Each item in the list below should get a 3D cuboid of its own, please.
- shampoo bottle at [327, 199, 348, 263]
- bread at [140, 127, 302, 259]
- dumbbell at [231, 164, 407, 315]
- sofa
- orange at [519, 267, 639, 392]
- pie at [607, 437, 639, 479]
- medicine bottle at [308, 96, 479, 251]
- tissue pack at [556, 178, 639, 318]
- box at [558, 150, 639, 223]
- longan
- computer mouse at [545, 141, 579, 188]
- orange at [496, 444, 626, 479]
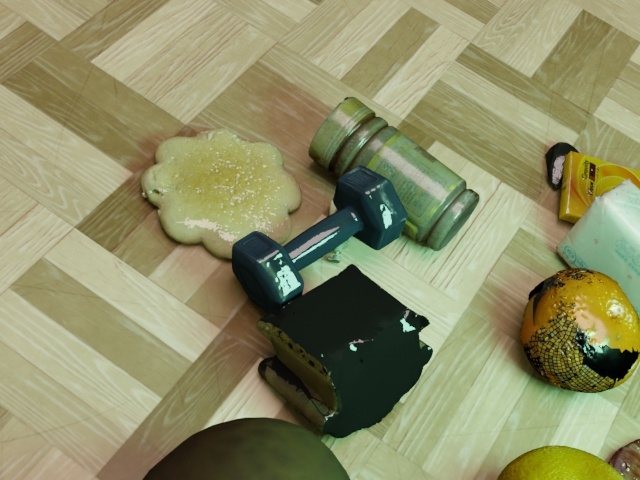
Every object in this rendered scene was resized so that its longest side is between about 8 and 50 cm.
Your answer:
[{"bbox_3d":[0.037,-0.016,1.779,0.049,0.034,0.141,14,55,-11],"label":"shampoo bottle"},{"bbox_3d":[-0.184,-0.100,1.768,0.316,0.054,0.316,8,53,-10],"label":"bread"},{"bbox_3d":[0.000,-0.001,1.656,0.316,0.143,0.156,-33,100,-22],"label":"dumbbell"},{"bbox_3d":[0.039,0.194,1.581,0.258,0.182,0.200,-31,51,-30],"label":"sofa"},{"bbox_3d":[0.479,0.164,1.685,0.234,0.182,0.234,16,49,-19],"label":"orange"},{"bbox_3d":[0.599,0.440,1.595,0.219,0.054,0.204,38,56,12],"label":"pie"},{"bbox_3d":[0.144,-0.128,1.810,0.322,0.151,0.151,39,56,13],"label":"medicine bottle"},{"bbox_3d":[0.609,0.047,1.779,0.124,0.201,0.271,-23,64,-35],"label":"tissue pack"},{"bbox_3d":[0.638,-0.082,1.949,0.269,0.043,0.152,15,66,-7],"label":"box"},{"bbox_3d":[-0.112,0.426,1.258,0.404,0.336,0.404,-16,33,11],"label":"longan"},{"bbox_3d":[0.530,-0.166,2.000,0.079,0.047,0.135,16,56,-2],"label":"computer mouse"},{"bbox_3d":[0.381,0.433,1.446,0.236,0.236,0.236,7,55,-10],"label":"orange"}]
